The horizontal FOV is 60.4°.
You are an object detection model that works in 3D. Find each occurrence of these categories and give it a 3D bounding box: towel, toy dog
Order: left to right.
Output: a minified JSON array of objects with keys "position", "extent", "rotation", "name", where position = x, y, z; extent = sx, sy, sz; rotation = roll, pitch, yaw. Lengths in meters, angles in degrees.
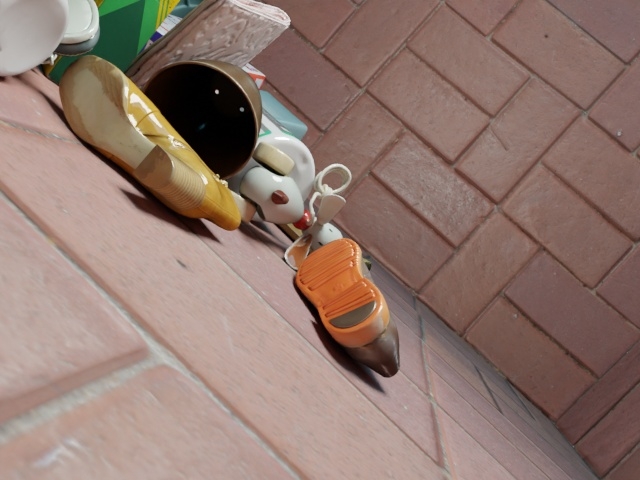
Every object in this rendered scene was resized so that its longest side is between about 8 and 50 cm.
[{"position":[-0.240,-0.363,1.100],"extent":[0.053,0.331,0.317],"rotation":[58,21,-2],"name":"towel"},{"position":[-0.041,-0.056,1.103],"extent":[0.333,0.220,0.161],"rotation":[10,16,-40],"name":"toy dog"}]

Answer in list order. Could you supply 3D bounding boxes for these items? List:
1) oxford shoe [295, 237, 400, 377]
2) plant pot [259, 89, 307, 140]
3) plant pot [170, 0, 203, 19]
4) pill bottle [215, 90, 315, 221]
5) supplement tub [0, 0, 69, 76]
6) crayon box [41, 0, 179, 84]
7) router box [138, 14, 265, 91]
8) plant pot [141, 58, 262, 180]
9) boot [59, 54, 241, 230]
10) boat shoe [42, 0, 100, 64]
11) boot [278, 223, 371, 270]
[{"position":[0.047,0.108,0.968],"extent":[0.133,0.130,0.364],"rotation":[59,5,-24],"name":"oxford shoe"},{"position":[-0.250,-0.376,1.880],"extent":[0.248,0.247,0.252],"rotation":[44,19,23],"name":"plant pot"},{"position":[-0.414,-0.599,1.826],"extent":[0.341,0.341,0.334],"rotation":[42,-13,-1],"name":"plant pot"},{"position":[-0.176,-0.213,1.286],"extent":[0.204,0.204,0.361],"rotation":[37,8,-42],"name":"pill bottle"},{"position":[-0.429,-0.316,0.669],"extent":[0.199,0.144,0.144],"rotation":[42,6,1],"name":"supplement tub"},{"position":[-0.400,-0.455,1.035],"extent":[0.106,0.313,0.363],"rotation":[36,8,-44],"name":"crayon box"},{"position":[-0.360,-0.503,1.456],"extent":[0.335,0.082,0.301],"rotation":[39,23,18],"name":"router box"},{"position":[-0.198,-0.255,1.053],"extent":[0.215,0.215,0.230],"rotation":[41,27,-14],"name":"plant pot"},{"position":[-0.249,-0.132,0.829],"extent":[0.295,0.104,0.211],"rotation":[47,1,22],"name":"boot"},{"position":[-0.427,-0.333,0.862],"extent":[0.319,0.116,0.099],"rotation":[35,-39,35],"name":"boat shoe"},{"position":[0.000,0.000,1.475],"extent":[0.269,0.089,0.236],"rotation":[43,5,24],"name":"boot"}]
